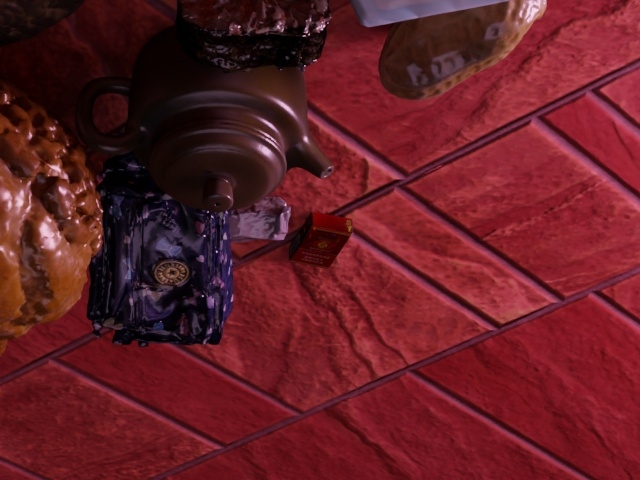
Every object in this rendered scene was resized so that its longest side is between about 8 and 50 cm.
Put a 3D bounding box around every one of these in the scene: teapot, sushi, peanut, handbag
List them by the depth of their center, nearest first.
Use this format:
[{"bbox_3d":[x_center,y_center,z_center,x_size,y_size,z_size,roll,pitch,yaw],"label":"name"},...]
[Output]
[{"bbox_3d":[-0.067,-0.218,1.930,0.150,0.090,0.078,2,149,-8],"label":"sushi"},{"bbox_3d":[0.136,-0.208,1.962,0.194,0.083,0.093,-32,101,30],"label":"peanut"},{"bbox_3d":[-0.118,-0.110,2.016,0.268,0.175,0.185,5,143,-10],"label":"teapot"},{"bbox_3d":[-0.179,0.011,2.184,0.162,0.113,0.260,6,123,3],"label":"handbag"}]

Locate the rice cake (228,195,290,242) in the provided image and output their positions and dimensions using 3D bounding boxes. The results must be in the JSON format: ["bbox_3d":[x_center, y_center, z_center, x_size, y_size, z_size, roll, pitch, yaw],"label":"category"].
[{"bbox_3d":[-0.165,-0.017,2.261,0.270,0.049,0.055,-6,124,6],"label":"rice cake"}]

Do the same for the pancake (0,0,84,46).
[{"bbox_3d":[-0.361,-0.274,1.889,0.286,0.033,0.288,20,140,-26],"label":"pancake"}]

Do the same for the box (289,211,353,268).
[{"bbox_3d":[0.000,0.000,2.314,0.051,0.023,0.082,10,144,-18],"label":"box"}]

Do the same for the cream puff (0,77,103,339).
[{"bbox_3d":[-0.381,-0.054,2.029,0.343,0.231,0.327,16,152,26],"label":"cream puff"}]

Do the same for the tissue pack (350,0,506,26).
[{"bbox_3d":[0.083,-0.315,1.796,0.177,0.089,0.263,-10,147,14],"label":"tissue pack"}]

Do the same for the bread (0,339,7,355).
[{"bbox_3d":[-0.481,0.090,2.324,0.240,0.139,0.240,-1,146,-1],"label":"bread"}]
